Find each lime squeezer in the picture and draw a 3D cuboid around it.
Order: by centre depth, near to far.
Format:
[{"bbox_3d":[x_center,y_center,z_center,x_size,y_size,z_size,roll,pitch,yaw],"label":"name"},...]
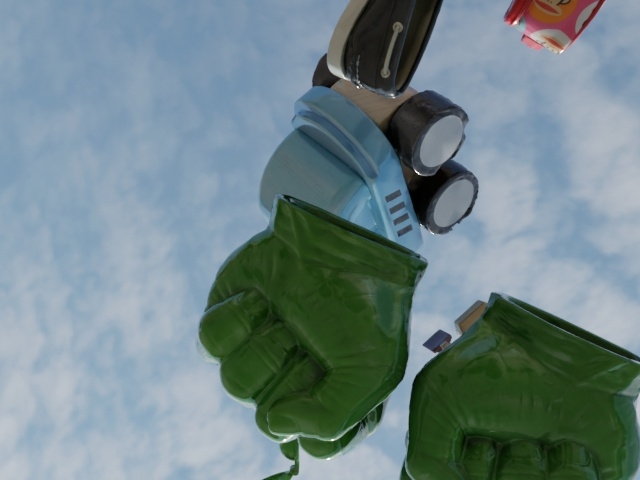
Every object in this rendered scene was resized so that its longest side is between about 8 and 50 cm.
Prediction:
[{"bbox_3d":[-0.072,0.312,1.614,0.110,0.059,0.310,38,-90,18],"label":"lime squeezer"}]

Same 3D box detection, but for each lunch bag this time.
[{"bbox_3d":[0.337,-0.370,1.423,0.120,0.293,0.258,29,-58,0],"label":"lunch bag"}]

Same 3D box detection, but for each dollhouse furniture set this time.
[{"bbox_3d":[0.224,0.149,1.529,0.114,0.091,0.081,-41,-73,-9],"label":"dollhouse furniture set"}]

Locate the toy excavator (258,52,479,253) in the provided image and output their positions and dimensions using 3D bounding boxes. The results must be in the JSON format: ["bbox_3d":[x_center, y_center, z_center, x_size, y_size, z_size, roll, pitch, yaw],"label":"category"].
[{"bbox_3d":[0.000,0.000,1.580,0.445,0.433,0.222,-39,-126,-13],"label":"toy excavator"}]

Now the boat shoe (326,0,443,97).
[{"bbox_3d":[0.117,-0.300,1.193,0.091,0.114,0.303,30,-79,25],"label":"boat shoe"}]

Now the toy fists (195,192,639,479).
[{"bbox_3d":[0.055,0.086,0.653,0.279,0.096,0.142,24,-83,9],"label":"toy fists"}]
